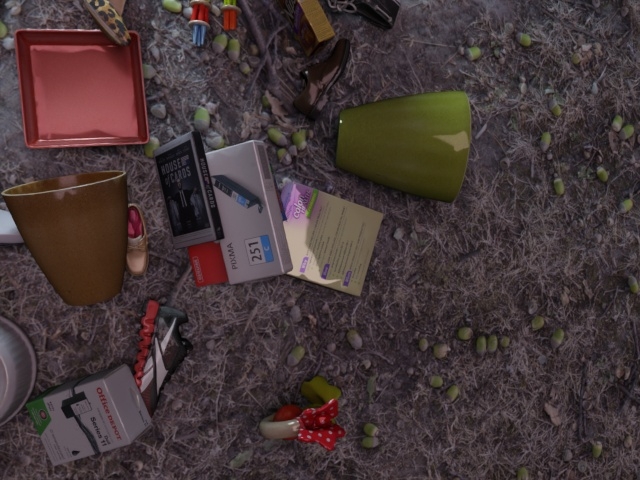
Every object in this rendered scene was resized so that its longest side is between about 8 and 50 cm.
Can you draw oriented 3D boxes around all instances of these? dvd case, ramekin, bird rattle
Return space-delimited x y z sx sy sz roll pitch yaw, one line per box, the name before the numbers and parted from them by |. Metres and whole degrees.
dvd case | -0.299 -0.107 1.242 0.029 0.179 0.239 -16 94 -44
ramekin | -0.733 0.279 1.122 0.272 0.127 0.273 1 88 -17
bird rattle | -0.040 0.425 1.279 0.206 0.253 0.143 -14 93 7

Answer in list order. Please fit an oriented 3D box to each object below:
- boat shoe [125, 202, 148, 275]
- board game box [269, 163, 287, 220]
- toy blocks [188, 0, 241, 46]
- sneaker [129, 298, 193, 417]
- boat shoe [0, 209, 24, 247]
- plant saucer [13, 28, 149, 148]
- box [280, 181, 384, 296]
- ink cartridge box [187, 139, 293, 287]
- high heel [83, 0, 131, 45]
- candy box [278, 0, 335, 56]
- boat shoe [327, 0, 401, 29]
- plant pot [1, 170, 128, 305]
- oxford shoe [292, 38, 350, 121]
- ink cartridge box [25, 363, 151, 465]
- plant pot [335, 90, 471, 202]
boat shoe | -0.425 -0.003 1.257 0.063 0.059 0.170 -7 91 -17
board game box | -0.188 -0.085 1.282 0.201 0.035 0.136 -16 92 21
toy blocks | -0.252 -0.535 1.325 0.123 0.054 0.148 4 88 -16
sneaker | -0.360 0.276 1.249 0.135 0.097 0.276 8 85 -14
boat shoe | -0.760 -0.004 1.141 0.301 0.108 0.102 1 121 -29
plant saucer | -0.529 -0.336 1.241 0.258 0.047 0.259 -6 91 -17
box | 0.000 0.000 1.356 0.243 0.117 0.214 18 84 -16
ink cartridge box | -0.218 -0.049 1.244 0.261 0.066 0.296 -12 93 20
high heel | -0.427 -0.545 1.214 0.186 0.093 0.261 -34 69 -10
candy box | -0.042 -0.561 1.361 0.053 0.109 0.187 -29 96 -16
boat shoe | 0.070 -0.619 1.386 0.306 0.113 0.105 12 94 -38
plant pot | -0.507 -0.002 1.166 0.237 0.237 0.254 -11 108 -17
oxford shoe | 0.003 -0.421 1.386 0.096 0.083 0.227 30 79 -10
ink cartridge box | -0.486 0.367 1.168 0.208 0.087 0.153 -21 94 15
plant pot | 0.187 -0.239 1.362 0.293 0.275 0.275 4 87 -1
